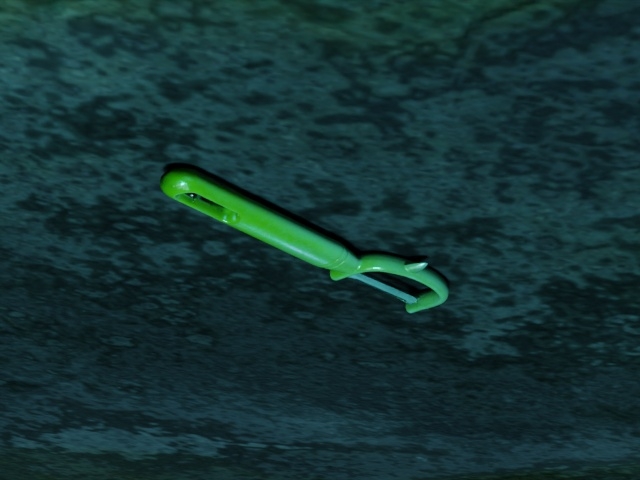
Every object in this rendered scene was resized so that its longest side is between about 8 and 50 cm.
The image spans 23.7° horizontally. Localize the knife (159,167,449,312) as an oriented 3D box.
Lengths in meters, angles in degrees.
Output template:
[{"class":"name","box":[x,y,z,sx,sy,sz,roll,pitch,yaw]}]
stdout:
[{"class":"knife","box":[0.000,0.001,0.839,0.054,0.015,0.212,-15,150,43]}]
